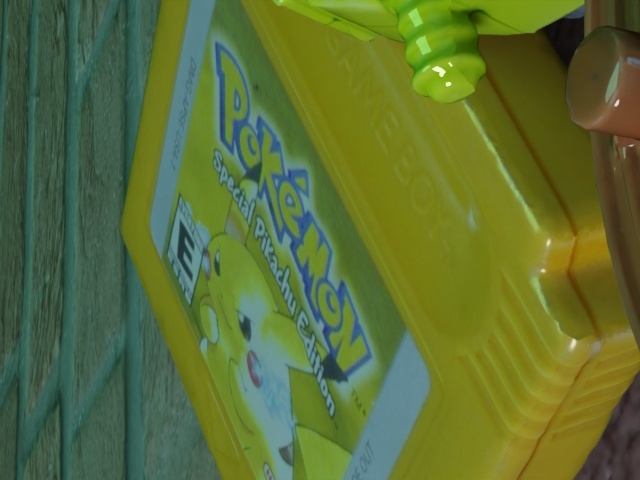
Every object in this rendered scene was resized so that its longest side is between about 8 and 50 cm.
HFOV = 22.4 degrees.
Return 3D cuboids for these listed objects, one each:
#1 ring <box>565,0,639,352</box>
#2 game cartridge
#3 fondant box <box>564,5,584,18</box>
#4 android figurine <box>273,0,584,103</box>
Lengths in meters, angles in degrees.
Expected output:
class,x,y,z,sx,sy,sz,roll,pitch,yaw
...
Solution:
class,x,y,z,sx,sy,sz,roll,pitch,yaw
ring,0.127,-0.087,0.214,0.336,0.032,0.336,-171,90,-66
game cartridge,0.000,0.000,0.615,0.323,0.053,0.285,105,145,-52
fondant box,0.067,-0.283,0.645,0.238,0.096,0.330,-125,47,-61
android figurine,0.032,-0.170,0.452,0.248,0.056,0.273,-26,63,33
